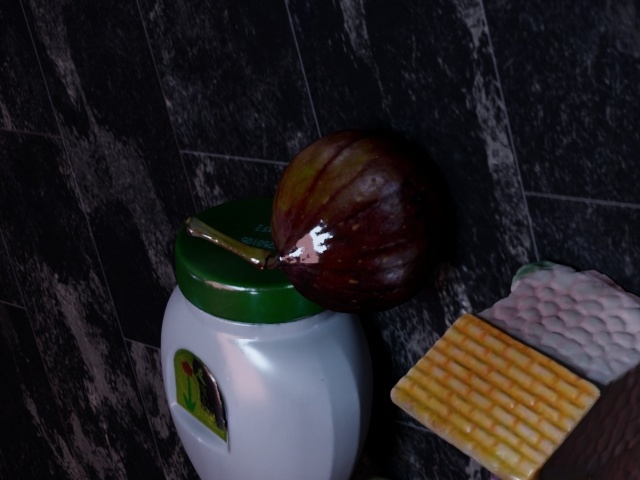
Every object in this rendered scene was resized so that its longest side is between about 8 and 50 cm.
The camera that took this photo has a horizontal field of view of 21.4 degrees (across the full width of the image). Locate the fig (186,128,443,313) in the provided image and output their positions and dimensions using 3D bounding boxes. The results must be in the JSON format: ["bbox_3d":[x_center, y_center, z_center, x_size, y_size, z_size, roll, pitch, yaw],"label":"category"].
[{"bbox_3d":[0.015,-0.002,1.817,0.186,0.249,0.204,1,114,44],"label":"fig"}]

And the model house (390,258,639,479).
[{"bbox_3d":[0.205,0.181,1.679,0.202,0.237,0.237,35,138,36],"label":"model house"}]

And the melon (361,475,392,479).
[{"bbox_3d":[0.091,0.367,2.110,0.162,0.099,0.099,52,147,14],"label":"melon"}]

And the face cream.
[{"bbox_3d":[-0.066,0.148,2.070,0.312,0.219,0.357,33,134,42],"label":"face cream"}]
